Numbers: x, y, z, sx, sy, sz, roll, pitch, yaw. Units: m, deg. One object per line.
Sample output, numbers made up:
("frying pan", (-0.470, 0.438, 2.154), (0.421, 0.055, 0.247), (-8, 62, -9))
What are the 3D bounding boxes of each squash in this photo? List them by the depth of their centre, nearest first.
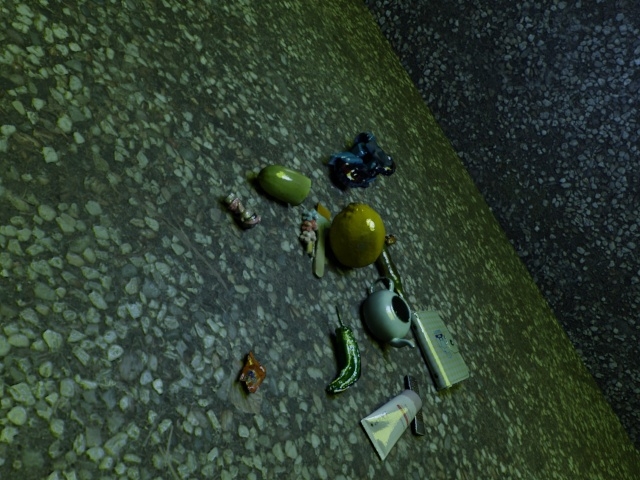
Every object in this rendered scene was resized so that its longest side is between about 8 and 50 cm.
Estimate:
("squash", (-0.135, -0.197, 1.845), (0.187, 0.123, 0.123), (20, 48, -39))

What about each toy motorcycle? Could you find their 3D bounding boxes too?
("toy motorcycle", (0.170, -0.350, 2.348), (0.416, 0.172, 0.232), (-26, 78, -49))

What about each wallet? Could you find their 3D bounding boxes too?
("wallet", (0.471, 0.428, 2.160), (0.223, 0.077, 0.309), (2, 60, -48))

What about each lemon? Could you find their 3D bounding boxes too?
("lemon", (0.132, -0.015, 1.938), (0.204, 0.204, 0.260), (-50, 141, -56))

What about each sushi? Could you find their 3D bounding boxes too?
("sushi", (0.289, -0.002, 2.292), (0.047, 0.050, 0.099), (63, 26, -2))

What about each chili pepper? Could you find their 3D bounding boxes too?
("chili pepper", (0.072, 0.353, 1.694), (0.122, 0.065, 0.278), (33, 44, -38))

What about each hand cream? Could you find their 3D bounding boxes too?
("hand cream", (0.227, 0.565, 1.721), (0.248, 0.083, 0.133), (-28, 84, -48))

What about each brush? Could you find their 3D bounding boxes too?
("brush", (0.000, 0.000, 1.938), (0.085, 0.020, 0.336), (38, 38, -30))

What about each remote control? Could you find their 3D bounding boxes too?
("remote control", (0.327, 0.570, 1.884), (0.059, 0.028, 0.212), (27, 43, -33))

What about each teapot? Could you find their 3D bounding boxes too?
("teapot", (0.245, 0.264, 1.937), (0.193, 0.130, 0.294), (20, 48, -45))

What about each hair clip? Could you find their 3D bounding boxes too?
("hair clip", (-0.037, -0.039, 1.892), (0.056, 0.063, 0.213), (65, 21, -54))

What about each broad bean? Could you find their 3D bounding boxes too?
("broad bean", (0.265, 0.102, 2.163), (0.077, 0.061, 0.338), (14, 52, -62))

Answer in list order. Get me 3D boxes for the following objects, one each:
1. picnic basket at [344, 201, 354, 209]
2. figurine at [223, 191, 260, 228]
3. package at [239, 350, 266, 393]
("picnic basket", (0.130, -0.061, 2.128), (0.110, 0.055, 0.193), (41, 36, -22))
("figurine", (-0.243, -0.089, 1.668), (0.129, 0.054, 0.072), (44, 20, -8))
("package", (-0.175, 0.341, 1.406), (0.077, 0.033, 0.110), (41, 30, -8))
